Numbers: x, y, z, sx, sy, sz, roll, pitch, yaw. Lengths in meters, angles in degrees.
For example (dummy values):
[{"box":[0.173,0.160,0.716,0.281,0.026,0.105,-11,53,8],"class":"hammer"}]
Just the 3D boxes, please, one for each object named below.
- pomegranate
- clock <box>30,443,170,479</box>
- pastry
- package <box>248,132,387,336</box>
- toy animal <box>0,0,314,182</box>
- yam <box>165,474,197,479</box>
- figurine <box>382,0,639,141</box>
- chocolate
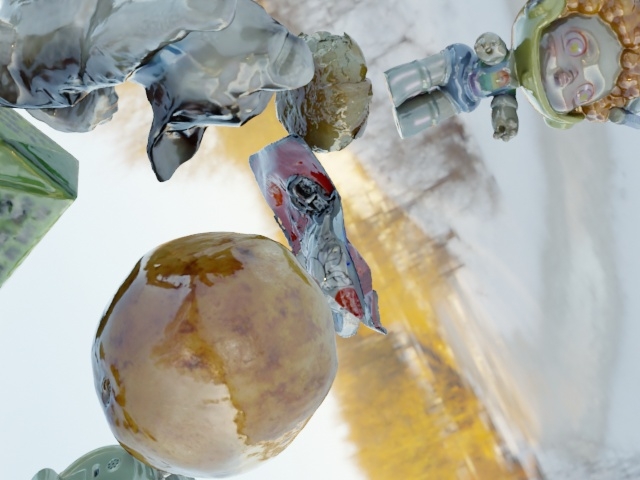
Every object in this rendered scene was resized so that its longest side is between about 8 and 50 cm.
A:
[{"box":[-0.098,0.105,1.016,0.248,0.248,0.248,-26,-90,-88],"class":"pomegranate"},{"box":[-0.247,0.297,1.231,0.151,0.191,0.062,-102,-14,-58],"class":"clock"},{"box":[0.003,-0.178,1.308,0.153,0.081,0.153,-4,85,56],"class":"pastry"},{"box":[0.000,0.000,1.343,0.194,0.071,0.269,-20,93,58],"class":"package"},{"box":[-0.168,-0.175,0.973,0.303,0.344,0.194,71,-147,-62],"class":"toy animal"},{"box":[-0.305,0.430,1.739,0.154,0.254,0.154,37,160,16],"class":"yam"},{"box":[0.271,-0.257,1.465,0.205,0.381,0.225,-106,14,-65],"class":"figurine"},{"box":[-0.484,-0.063,1.337,0.288,0.301,0.137,39,-159,-15],"class":"chocolate"}]
